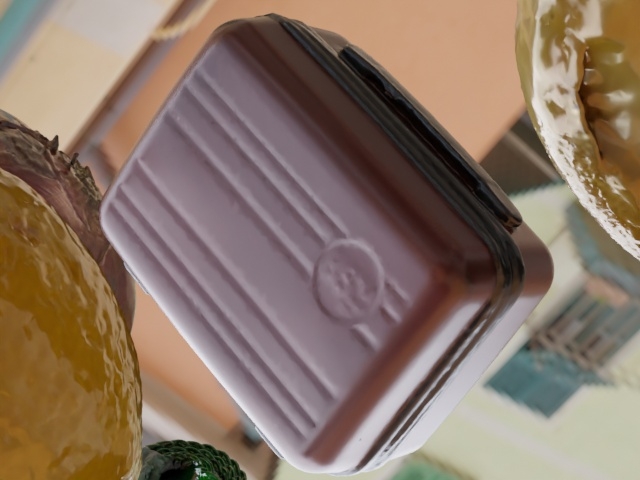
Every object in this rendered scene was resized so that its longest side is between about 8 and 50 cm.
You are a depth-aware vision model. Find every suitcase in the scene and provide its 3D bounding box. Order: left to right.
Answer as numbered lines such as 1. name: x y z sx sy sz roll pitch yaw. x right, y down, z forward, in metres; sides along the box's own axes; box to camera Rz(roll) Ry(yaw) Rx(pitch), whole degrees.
1. suitcase: 0.000 0.000 1.343 0.161 0.236 0.297 -2 -135 -53

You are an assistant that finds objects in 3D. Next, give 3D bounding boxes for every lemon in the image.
1. lemon: -0.164 0.057 0.701 0.188 0.188 0.256 -94 -21 -54

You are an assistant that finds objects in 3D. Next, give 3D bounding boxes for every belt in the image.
1. belt: -0.145 0.264 1.844 0.151 0.079 0.121 -5 -143 -44

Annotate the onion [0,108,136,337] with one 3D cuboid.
1. onion: -0.327 0.024 1.750 0.354 0.353 0.353 31 -151 -19

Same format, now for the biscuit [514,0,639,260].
1. biscuit: 0.227 -0.085 0.735 0.296 0.296 0.102 31 -150 -18
